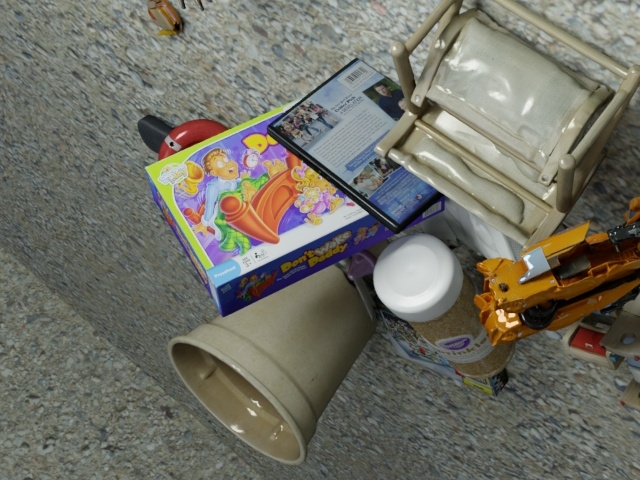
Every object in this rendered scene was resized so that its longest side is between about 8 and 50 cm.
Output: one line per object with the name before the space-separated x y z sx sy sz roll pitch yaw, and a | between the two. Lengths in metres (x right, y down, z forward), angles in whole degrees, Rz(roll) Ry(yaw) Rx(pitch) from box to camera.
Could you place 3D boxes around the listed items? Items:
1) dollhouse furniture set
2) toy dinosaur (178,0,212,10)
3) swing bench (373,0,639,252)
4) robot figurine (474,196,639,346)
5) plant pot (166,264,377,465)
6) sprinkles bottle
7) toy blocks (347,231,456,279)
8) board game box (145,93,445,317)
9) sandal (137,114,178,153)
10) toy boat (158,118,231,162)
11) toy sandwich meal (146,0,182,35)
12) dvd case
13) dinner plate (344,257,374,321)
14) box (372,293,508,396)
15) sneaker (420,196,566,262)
dollhouse furniture set | 0.409 0.136 1.610 0.183 0.129 0.129 16 144 44
toy dinosaur | -0.151 -0.374 1.472 0.200 0.295 0.127 -18 93 20
swing bench | 0.218 -0.150 1.409 0.253 0.165 0.255 35 159 14
robot figurine | 0.335 0.030 1.417 0.211 0.291 0.085 81 166 -64
plant pot | -0.065 0.202 2.194 0.333 0.305 0.334 34 153 20
sprinkles bottle | 0.196 0.107 1.753 0.121 0.121 0.355 26 171 32
toy blocks | 0.000 0.000 1.837 0.309 0.260 0.288 46 154 -6
board game box | -0.035 -0.071 1.600 0.233 0.347 0.078 55 164 32
sandal | -0.256 -0.179 2.187 0.254 0.054 0.097 36 149 36
toy boat | -0.183 -0.107 2.020 0.231 0.151 0.151 41 -166 2
toy sandwich meal | -0.261 -0.368 1.909 0.085 0.029 0.086 33 153 19
dvd case | 0.075 -0.134 1.574 0.253 0.180 0.022 39 157 26
dinner plate | 0.071 0.079 2.083 0.141 0.017 0.141 156 90 -89
box | 0.213 0.175 2.055 0.233 0.044 0.159 20 146 39
sneaker | 0.249 -0.006 1.664 0.292 0.108 0.169 54 156 -1
